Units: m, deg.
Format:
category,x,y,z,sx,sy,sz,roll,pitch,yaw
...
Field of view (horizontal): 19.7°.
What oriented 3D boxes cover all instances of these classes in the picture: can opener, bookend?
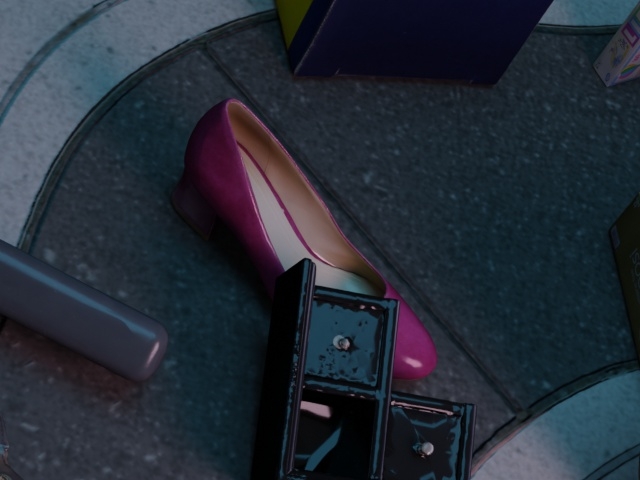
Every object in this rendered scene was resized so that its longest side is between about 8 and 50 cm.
category,x,y,z,sx,sy,sz,roll,pitch,yaw
can opener,-0.225,0.003,1.258,0.280,0.074,0.093,32,88,-3
bookend,0.042,0.108,1.282,0.157,0.072,0.156,12,74,-16

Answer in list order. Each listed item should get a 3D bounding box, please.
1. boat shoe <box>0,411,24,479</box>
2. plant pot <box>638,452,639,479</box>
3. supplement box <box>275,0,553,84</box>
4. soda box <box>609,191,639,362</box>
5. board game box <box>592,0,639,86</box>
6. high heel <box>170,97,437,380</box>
category,x,y,z,sx,sy,sz,roll,pitch,yaw
boat shoe,-0.253,0.160,1.132,0.355,0.132,0.130,43,42,-2
plant pot,0.428,0.132,1.292,0.323,0.323,0.280,40,53,7
supplement box,0.059,-0.329,1.543,0.194,0.195,0.356,1,58,-23
soda box,0.284,0.053,1.461,0.061,0.058,0.181,6,56,-20
board game box,0.312,-0.198,1.585,0.103,0.154,0.026,-18,66,-32
high heel,0.000,0.000,1.339,0.244,0.117,0.082,43,52,9
